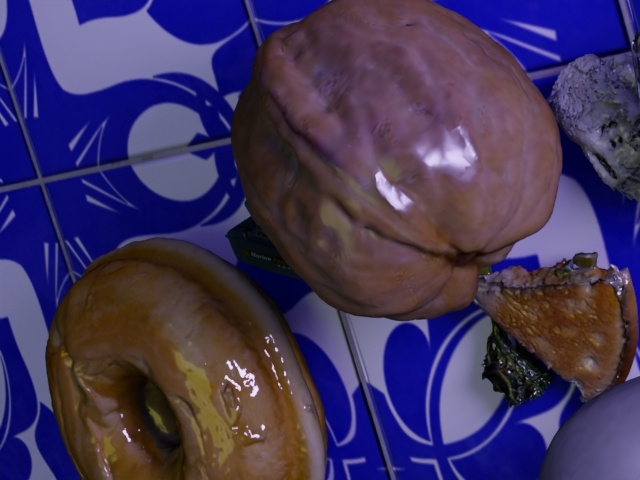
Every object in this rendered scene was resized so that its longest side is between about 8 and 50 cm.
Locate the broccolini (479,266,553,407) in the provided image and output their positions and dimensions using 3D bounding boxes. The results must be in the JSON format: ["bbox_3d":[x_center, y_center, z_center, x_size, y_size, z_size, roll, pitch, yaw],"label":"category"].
[{"bbox_3d":[0.188,0.057,1.867,0.057,0.071,0.254,-179,73,-88],"label":"broccolini"}]

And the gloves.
[{"bbox_3d":[0.290,-0.116,1.651,0.153,0.070,0.114,52,136,16],"label":"gloves"}]

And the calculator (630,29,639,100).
[{"bbox_3d":[0.399,-0.112,1.449,0.274,0.028,0.165,-1,110,35],"label":"calculator"}]

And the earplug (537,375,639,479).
[{"bbox_3d":[0.365,0.313,1.574,0.312,0.313,0.394,-40,59,46],"label":"earplug"}]

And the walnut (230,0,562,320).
[{"bbox_3d":[0.066,-0.097,1.716,0.344,0.306,0.306,56,138,27],"label":"walnut"}]

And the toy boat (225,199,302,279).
[{"bbox_3d":[0.000,0.000,1.968,0.246,0.093,0.103,14,125,40],"label":"toy boat"}]

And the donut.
[{"bbox_3d":[-0.169,0.209,2.153,0.449,0.198,0.448,18,119,35],"label":"donut"}]

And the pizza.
[{"bbox_3d":[0.244,0.074,1.792,0.195,0.052,0.185,22,128,25],"label":"pizza"}]
